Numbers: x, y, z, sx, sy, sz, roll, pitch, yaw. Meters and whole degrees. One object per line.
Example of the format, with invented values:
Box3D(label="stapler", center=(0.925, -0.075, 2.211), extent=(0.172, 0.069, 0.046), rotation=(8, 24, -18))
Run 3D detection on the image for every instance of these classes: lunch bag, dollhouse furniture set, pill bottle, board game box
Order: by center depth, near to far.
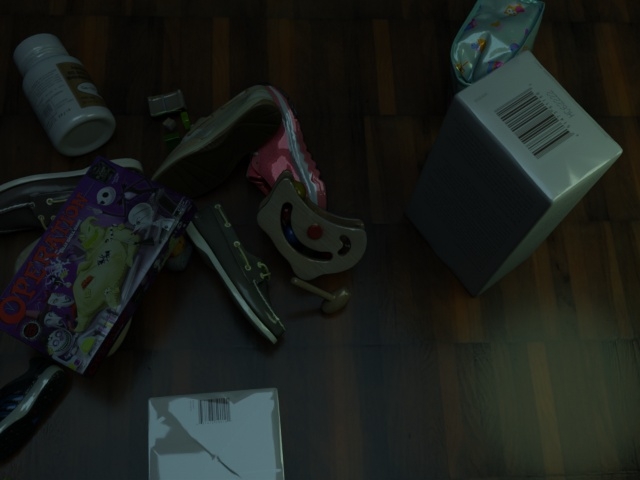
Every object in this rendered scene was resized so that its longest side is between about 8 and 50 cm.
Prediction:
Box3D(label="board game box", center=(-0.388, 0.039, 1.355), extent=(0.208, 0.056, 0.347), rotation=(23, 72, 18))
Box3D(label="pill bottle", center=(-0.516, -0.294, 1.572), extent=(0.131, 0.131, 0.229), rotation=(-29, 73, -15))
Box3D(label="lunch bag", center=(0.340, -0.348, 1.617), extent=(0.160, 0.223, 0.262), rotation=(24, 68, 13))
Box3D(label="dollhouse furniture set", center=(-0.305, -0.240, 1.627), extent=(0.076, 0.059, 0.152), rotation=(-17, 51, -3))

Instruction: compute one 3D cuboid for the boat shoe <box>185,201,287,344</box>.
Box3D(label="boat shoe", center=(-0.149, 0.055, 1.476), extent=(0.091, 0.109, 0.305), rotation=(-34, 71, -11))

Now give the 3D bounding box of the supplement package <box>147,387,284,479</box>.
Box3D(label="supplement package", center=(-0.164, 0.366, 1.267), extent=(0.199, 0.263, 0.198), rotation=(-3, 68, -6))

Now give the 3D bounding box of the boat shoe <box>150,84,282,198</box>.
Box3D(label="boat shoe", center=(-0.212, -0.190, 1.546), extent=(0.302, 0.109, 0.098), rotation=(-37, 45, 12))

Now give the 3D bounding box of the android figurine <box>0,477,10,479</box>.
Box3D(label="android figurine", center=(-0.624, 0.492, 1.291), extent=(0.272, 0.056, 0.248), rotation=(-25, 72, -12))

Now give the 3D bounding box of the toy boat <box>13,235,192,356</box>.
Box3D(label="toy boat", center=(-0.384, 0.073, 1.445), extent=(0.318, 0.148, 0.268), rotation=(-29, 68, -7))

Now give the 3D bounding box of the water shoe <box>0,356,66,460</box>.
Box3D(label="water shoe", center=(-0.534, 0.297, 1.379), extent=(0.080, 0.073, 0.203), rotation=(25, 62, 29))

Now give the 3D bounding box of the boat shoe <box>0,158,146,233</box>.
Box3D(label="boat shoe", center=(-0.487, -0.066, 1.495), extent=(0.324, 0.117, 0.097), rotation=(-15, 67, -17))

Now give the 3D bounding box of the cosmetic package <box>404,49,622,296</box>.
Box3D(label="cosmetic package", center=(0.312, -0.094, 1.389), extent=(0.161, 0.453, 0.230), rotation=(-33, 75, -17))

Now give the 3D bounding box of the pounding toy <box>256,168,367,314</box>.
Box3D(label="pounding toy", center=(0.000, 0.000, 1.455), extent=(0.154, 0.155, 0.270), rotation=(-34, 105, 9))

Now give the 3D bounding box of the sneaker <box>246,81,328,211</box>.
Box3D(label="sneaker", center=(-0.095, -0.178, 1.571), extent=(0.136, 0.116, 0.314), rotation=(-20, 71, -11))
